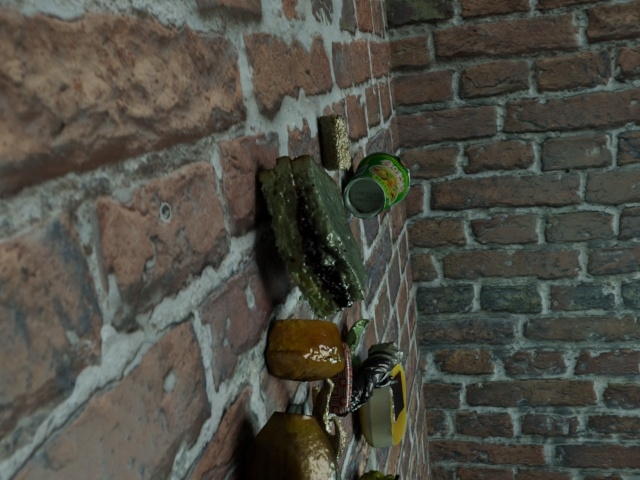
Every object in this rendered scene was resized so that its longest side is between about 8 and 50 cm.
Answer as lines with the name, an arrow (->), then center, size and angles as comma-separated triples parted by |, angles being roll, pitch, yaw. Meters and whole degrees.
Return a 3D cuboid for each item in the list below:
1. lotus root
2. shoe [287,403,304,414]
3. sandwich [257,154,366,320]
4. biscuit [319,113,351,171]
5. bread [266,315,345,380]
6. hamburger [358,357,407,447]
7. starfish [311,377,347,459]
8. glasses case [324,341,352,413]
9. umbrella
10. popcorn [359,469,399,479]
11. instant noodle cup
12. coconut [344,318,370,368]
lotus root -> -0.047, 0.448, 1.084 | 0.193, 0.193, 0.290 | 4, 80, -75
shoe -> -0.039, 0.447, 1.292 | 0.079, 0.078, 0.195 | 64, 23, -55
sandwich -> 0.000, 0.000, 1.288 | 0.262, 0.131, 0.325 | 37, 35, -70
biscuit -> 0.039, -0.282, 1.746 | 0.070, 0.082, 0.168 | -24, 112, -47
bread -> -0.016, 0.240, 1.315 | 0.260, 0.134, 0.129 | 46, 42, -67
hamburger -> 0.194, 0.537, 2.000 | 0.227, 0.152, 0.295 | 0, 91, -69
starfish -> 0.006, 0.433, 1.373 | 0.302, 0.060, 0.299 | -165, -115, -77
glasses case -> 0.050, 0.371, 1.637 | 0.049, 0.073, 0.194 | 33, 56, -64
umbrella -> 0.138, 0.422, 1.801 | 0.358, 0.113, 0.106 | -34, 113, -54
popcorn -> 0.198, 0.801, 1.862 | 0.218, 0.189, 0.169 | -40, 128, -69
instant noodle cup -> 0.181, -0.180, 2.049 | 0.233, 0.207, 0.207 | -43, 129, -60
coconut -> 0.107, 0.316, 1.879 | 0.133, 0.055, 0.158 | 39, 63, -62
